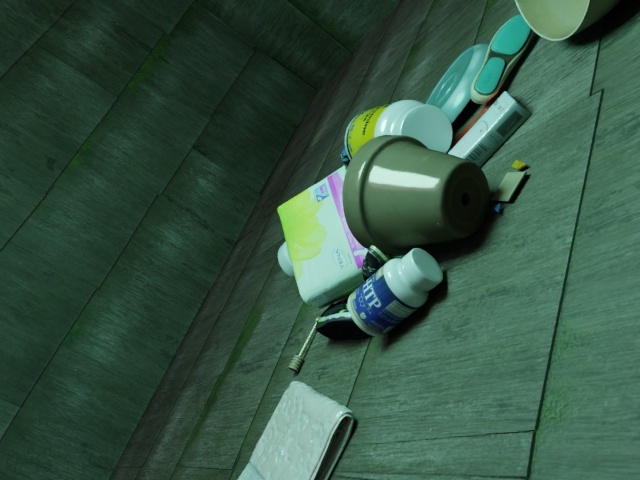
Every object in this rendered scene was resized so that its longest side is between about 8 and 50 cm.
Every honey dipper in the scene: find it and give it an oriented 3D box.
[{"bbox_3d":[-0.038,0.273,1.543,0.030,0.030,0.160,-26,33,60],"label":"honey dipper"}]

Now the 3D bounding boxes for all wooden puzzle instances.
[{"bbox_3d":[0.367,-0.104,1.128,0.116,0.014,0.078,-56,12,2],"label":"wooden puzzle"}]

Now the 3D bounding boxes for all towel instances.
[{"bbox_3d":[-0.073,0.468,1.234,0.316,0.053,0.332,-60,17,-13],"label":"towel"}]

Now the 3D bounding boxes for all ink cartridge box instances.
[{"bbox_3d":[0.372,-0.269,1.356,0.189,0.066,0.232,-49,21,23],"label":"ink cartridge box"}]

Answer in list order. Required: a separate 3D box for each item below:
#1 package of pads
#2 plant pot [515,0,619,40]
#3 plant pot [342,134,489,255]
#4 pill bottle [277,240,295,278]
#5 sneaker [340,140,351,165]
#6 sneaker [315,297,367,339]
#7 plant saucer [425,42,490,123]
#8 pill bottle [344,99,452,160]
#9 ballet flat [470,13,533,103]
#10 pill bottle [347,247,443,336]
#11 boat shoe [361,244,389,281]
[{"bbox_3d":[0.025,-0.005,1.438,0.229,0.101,0.296,-30,58,21],"label":"package of pads"},{"bbox_3d":[0.536,-0.574,1.167,0.191,0.284,0.284,-21,16,-5],"label":"plant pot"},{"bbox_3d":[0.214,-0.091,1.195,0.229,0.263,0.263,7,64,53],"label":"plant pot"},{"bbox_3d":[0.000,0.000,1.715,0.283,0.161,0.161,-41,22,43],"label":"pill bottle"},{"bbox_3d":[0.153,-0.319,2.003,0.330,0.130,0.147,-170,102,-79],"label":"sneaker"},{"bbox_3d":[0.056,0.172,1.366,0.097,0.084,0.235,-62,17,-22],"label":"sneaker"},{"bbox_3d":[0.361,-0.413,1.608,0.317,0.044,0.317,-56,10,15],"label":"plant saucer"},{"bbox_3d":[0.204,-0.272,1.541,0.187,0.188,0.334,-58,19,-5],"label":"pill bottle"},{"bbox_3d":[0.445,-0.441,1.431,0.248,0.086,0.086,-56,16,-7],"label":"ballet flat"},{"bbox_3d":[0.152,0.102,1.173,0.186,0.112,0.112,-46,19,33],"label":"pill bottle"},{"bbox_3d":[0.114,0.059,1.234,0.049,0.056,0.152,-43,-23,-12],"label":"boat shoe"}]
